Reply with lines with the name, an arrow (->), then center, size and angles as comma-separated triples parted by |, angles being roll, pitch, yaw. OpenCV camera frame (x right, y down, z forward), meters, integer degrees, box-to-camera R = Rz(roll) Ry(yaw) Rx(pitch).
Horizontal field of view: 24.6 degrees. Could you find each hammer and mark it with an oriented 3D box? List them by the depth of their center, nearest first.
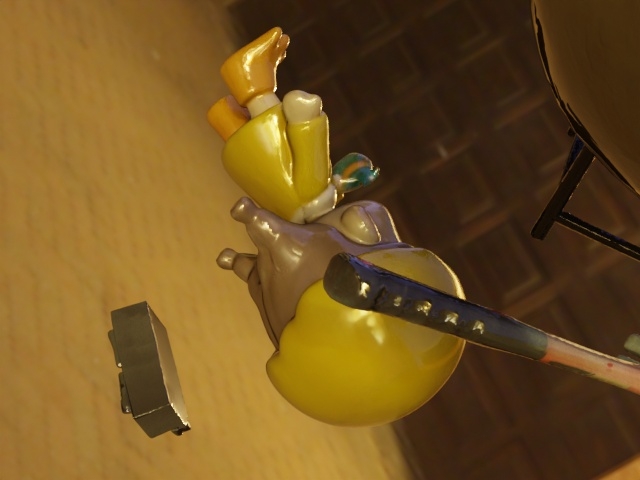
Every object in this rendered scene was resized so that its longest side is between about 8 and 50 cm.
hammer -> 0.136, 0.066, 0.949 | 0.287, 0.033, 0.111 | 19, 13, -20

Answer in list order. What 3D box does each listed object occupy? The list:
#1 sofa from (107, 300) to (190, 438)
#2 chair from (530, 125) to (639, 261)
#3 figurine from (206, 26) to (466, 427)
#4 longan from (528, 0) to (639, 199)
sofa -> -0.204, 0.156, 1.718 | 0.085, 0.060, 0.147 | 63, 7, -59
chair -> 0.265, -0.090, 1.020 | 0.154, 0.260, 0.141 | 25, 52, 1
figurine -> 0.000, 0.000, 1.294 | 0.215, 0.187, 0.344 | 85, -21, -70
longan -> 0.188, -0.096, 0.490 | 0.215, 0.246, 0.246 | 82, -12, -47
